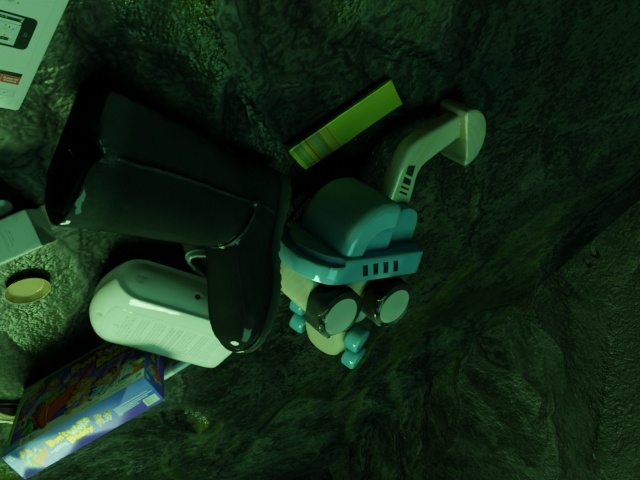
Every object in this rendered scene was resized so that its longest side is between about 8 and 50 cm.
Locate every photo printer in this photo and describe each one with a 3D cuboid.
[{"bbox_3d":[-0.315,0.153,1.383,0.307,0.107,0.256,19,144,-20],"label":"photo printer"}]

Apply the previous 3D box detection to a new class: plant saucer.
[{"bbox_3d":[-0.560,0.091,1.275,0.083,0.015,0.083,-21,150,-13],"label":"plant saucer"}]

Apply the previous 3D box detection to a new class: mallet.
[{"bbox_3d":[-0.483,-0.112,0.969,0.039,0.062,0.190,-17,149,-25],"label":"mallet"}]

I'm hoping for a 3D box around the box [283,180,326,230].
[{"bbox_3d":[0.000,0.000,1.569,0.295,0.073,0.293,6,135,-45],"label":"box"}]

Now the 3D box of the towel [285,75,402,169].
[{"bbox_3d":[0.047,-0.226,1.303,0.237,0.021,0.102,-34,156,7],"label":"towel"}]

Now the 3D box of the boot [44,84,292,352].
[{"bbox_3d":[-0.237,-0.008,1.098,0.146,0.367,0.445,0,170,30],"label":"boot"}]

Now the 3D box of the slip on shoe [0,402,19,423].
[{"bbox_3d":[-0.732,0.411,1.603,0.041,0.051,0.135,-40,142,25],"label":"slip on shoe"}]

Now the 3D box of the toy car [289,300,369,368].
[{"bbox_3d":[0.069,0.183,1.846,0.238,0.219,0.210,-49,160,-28],"label":"toy car"}]

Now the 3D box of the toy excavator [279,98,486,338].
[{"bbox_3d":[0.129,-0.066,1.360,0.433,0.222,0.445,-7,122,-39],"label":"toy excavator"}]

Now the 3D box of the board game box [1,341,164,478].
[{"bbox_3d":[-0.516,0.344,1.491,0.347,0.233,0.078,-30,117,2],"label":"board game box"}]

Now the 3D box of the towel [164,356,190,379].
[{"bbox_3d":[-0.415,0.306,1.601,0.285,0.209,0.034,-30,106,4],"label":"towel"}]

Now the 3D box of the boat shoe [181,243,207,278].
[{"bbox_3d":[-0.186,0.075,1.416,0.118,0.103,0.320,-22,139,14],"label":"boat shoe"}]

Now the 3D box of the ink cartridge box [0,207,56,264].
[{"bbox_3d":[-0.539,0.017,1.066,0.198,0.067,0.115,-24,-171,-8],"label":"ink cartridge box"}]

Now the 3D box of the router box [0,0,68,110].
[{"bbox_3d":[-0.436,-0.300,0.689,0.335,0.082,0.301,5,137,-46],"label":"router box"}]
